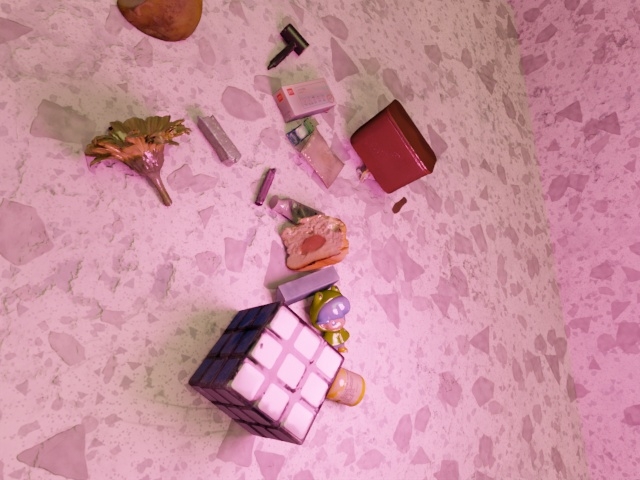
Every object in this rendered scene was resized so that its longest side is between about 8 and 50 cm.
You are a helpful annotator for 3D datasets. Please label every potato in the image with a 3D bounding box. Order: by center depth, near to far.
[{"bbox_3d":[-0.516,-0.803,1.481,0.269,0.255,0.112,3,73,-36],"label":"potato"}]

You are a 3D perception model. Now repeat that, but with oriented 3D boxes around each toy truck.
[{"bbox_3d":[-0.059,-0.465,1.831,0.067,0.081,0.175,54,53,-13],"label":"toy truck"}]

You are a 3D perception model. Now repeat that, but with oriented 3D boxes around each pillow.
[{"bbox_3d":[0.007,-0.341,1.830,0.230,0.050,0.148,47,56,-37],"label":"pillow"}]

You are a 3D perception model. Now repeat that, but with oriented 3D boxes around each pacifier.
[{"bbox_3d":[0.192,-0.302,1.997,0.064,0.068,0.083,34,51,16],"label":"pacifier"}]

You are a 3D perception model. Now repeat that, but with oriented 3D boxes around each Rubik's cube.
[{"bbox_3d":[-0.166,0.404,1.357,0.303,0.305,0.301,44,56,-16],"label":"Rubik's cube"}]

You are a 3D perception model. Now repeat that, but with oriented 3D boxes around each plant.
[{"bbox_3d":[-0.546,-0.287,1.384,0.305,0.297,0.261,-19,57,2],"label":"plant"}]

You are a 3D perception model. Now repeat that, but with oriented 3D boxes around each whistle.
[{"bbox_3d":[-0.208,-0.207,1.674,0.033,0.033,0.177,32,59,-25],"label":"whistle"}]

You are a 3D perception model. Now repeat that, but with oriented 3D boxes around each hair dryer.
[{"bbox_3d":[-0.161,-0.815,1.876,0.128,0.070,0.255,46,59,-16],"label":"hair dryer"}]

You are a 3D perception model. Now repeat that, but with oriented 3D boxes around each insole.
[{"bbox_3d":[0.383,-0.170,2.122,0.135,0.002,0.045,-40,102,-37],"label":"insole"}]

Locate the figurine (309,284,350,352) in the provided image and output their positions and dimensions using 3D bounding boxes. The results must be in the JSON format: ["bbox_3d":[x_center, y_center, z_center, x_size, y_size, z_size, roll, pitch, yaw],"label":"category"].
[{"bbox_3d":[0.042,0.306,1.652,0.162,0.143,0.264,-17,104,-32],"label":"figurine"}]

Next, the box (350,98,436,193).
[{"bbox_3d":[0.325,-0.414,1.975,0.339,0.229,0.239,53,34,-13],"label":"box"}]

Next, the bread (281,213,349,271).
[{"bbox_3d":[-0.008,0.000,1.628,0.223,0.211,0.184,-9,77,-24],"label":"bread"}]

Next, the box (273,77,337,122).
[{"bbox_3d":[-0.060,-0.597,1.870,0.269,0.079,0.135,-29,96,-38],"label":"box"}]

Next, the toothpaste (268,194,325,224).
[{"bbox_3d":[-0.082,-0.106,1.733,0.266,0.061,0.096,21,63,-38],"label":"toothpaste"}]

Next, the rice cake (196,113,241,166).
[{"bbox_3d":[-0.366,-0.361,1.583,0.063,0.069,0.207,-42,100,-35],"label":"rice cake"}]

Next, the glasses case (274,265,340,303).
[{"bbox_3d":[-0.045,0.182,1.634,0.266,0.105,0.056,-18,45,-39],"label":"glasses case"}]

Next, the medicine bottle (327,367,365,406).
[{"bbox_3d":[0.050,0.516,1.595,0.212,0.121,0.122,29,61,-26],"label":"medicine bottle"}]
